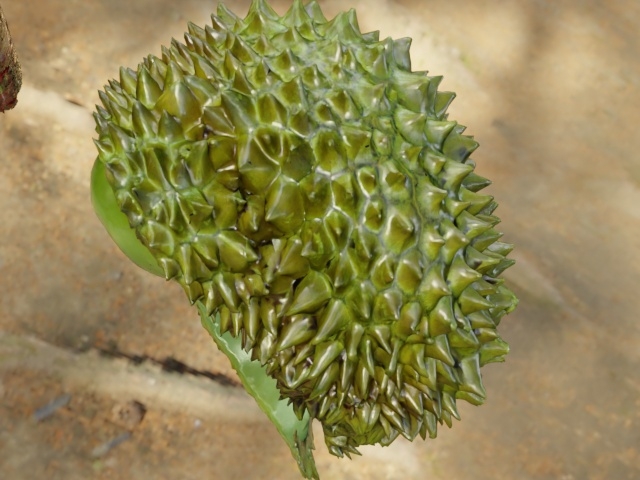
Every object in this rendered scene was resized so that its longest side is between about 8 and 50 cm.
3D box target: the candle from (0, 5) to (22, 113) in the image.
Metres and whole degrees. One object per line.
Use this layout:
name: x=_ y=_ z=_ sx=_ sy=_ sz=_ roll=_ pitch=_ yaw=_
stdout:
candle: x=-0.170 y=-0.095 z=0.613 sx=0.052 sy=0.131 sz=0.052 roll=1 pitch=68 yaw=-3

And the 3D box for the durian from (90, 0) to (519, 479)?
durian: x=0.000 y=-0.003 z=0.641 sx=0.176 sy=0.237 sz=0.200 roll=-17 pitch=35 yaw=6
